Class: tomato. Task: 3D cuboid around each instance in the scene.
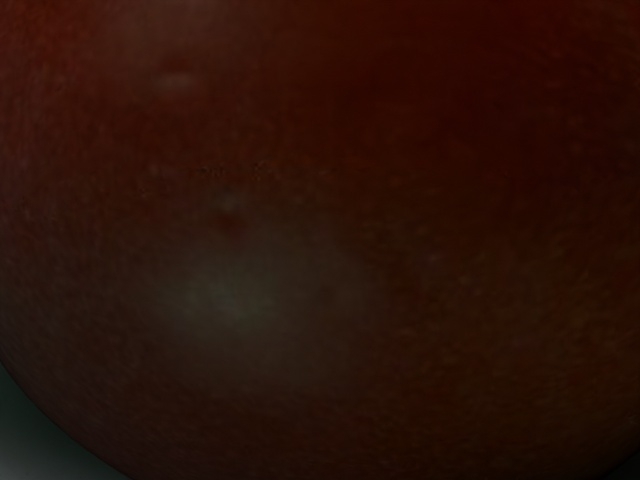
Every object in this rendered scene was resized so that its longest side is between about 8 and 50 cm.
[{"bbox_3d":[0.005,-0.040,0.688,0.321,0.321,0.321,-22,3,1],"label":"tomato"}]

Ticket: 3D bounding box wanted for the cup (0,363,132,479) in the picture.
[{"bbox_3d":[-0.033,0.056,0.954,0.258,0.186,0.234,18,19,36],"label":"cup"}]
